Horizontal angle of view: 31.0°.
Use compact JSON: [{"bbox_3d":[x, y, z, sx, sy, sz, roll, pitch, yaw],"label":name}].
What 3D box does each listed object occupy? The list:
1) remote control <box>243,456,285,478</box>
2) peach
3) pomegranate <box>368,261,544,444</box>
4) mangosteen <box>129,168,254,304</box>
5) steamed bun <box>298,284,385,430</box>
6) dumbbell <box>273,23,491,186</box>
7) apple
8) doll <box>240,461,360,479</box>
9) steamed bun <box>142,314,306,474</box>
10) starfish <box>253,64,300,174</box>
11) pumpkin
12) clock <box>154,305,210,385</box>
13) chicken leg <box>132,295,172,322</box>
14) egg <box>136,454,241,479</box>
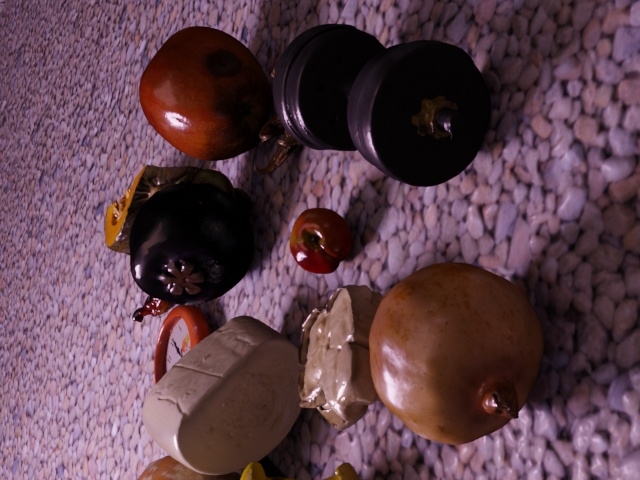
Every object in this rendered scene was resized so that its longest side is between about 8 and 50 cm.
[{"bbox_3d":[-0.059,0.395,1.747,0.245,0.025,0.063,33,114,58],"label":"remote control"},{"bbox_3d":[0.001,-0.001,1.691,0.101,0.101,0.101,-23,62,55],"label":"peach"},{"bbox_3d":[0.155,0.125,1.311,0.207,0.207,0.207,-23,62,55],"label":"pomegranate"},{"bbox_3d":[-0.213,-0.007,1.946,0.243,0.243,0.243,-23,62,55],"label":"mangosteen"},{"bbox_3d":[0.049,0.166,1.556,0.177,0.106,0.192,-52,32,45],"label":"steamed bun"},{"bbox_3d":[0.075,-0.187,1.532,0.388,0.185,0.185,30,107,58],"label":"dumbbell"},{"bbox_3d":[-0.185,-0.243,1.962,0.230,0.230,0.230,-23,62,55],"label":"apple"},{"bbox_3d":[-0.083,0.413,1.592,0.363,0.145,0.199,-30,74,26],"label":"doll"},{"bbox_3d":[-0.139,0.242,1.758,0.250,0.155,0.200,-40,24,-19],"label":"steamed bun"},{"bbox_3d":[-0.052,-0.189,1.846,0.146,0.074,0.190,32,109,59],"label":"starfish"},{"bbox_3d":[-0.319,-0.045,2.205,0.248,0.131,0.126,-43,38,52],"label":"pumpkin"},{"bbox_3d":[-0.245,0.216,2.077,0.205,0.051,0.205,-21,65,56],"label":"clock"},{"bbox_3d":[-0.302,0.093,2.211,0.219,0.048,0.089,-62,32,29],"label":"chicken leg"},{"bbox_3d":[-0.207,0.426,1.803,0.245,0.203,0.203,118,150,-64],"label":"egg"}]
